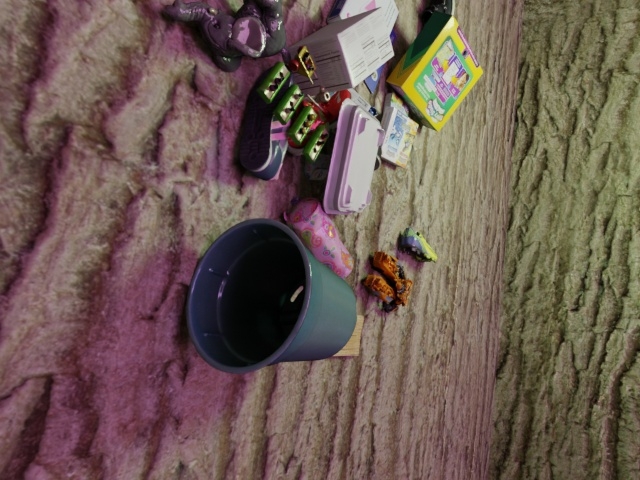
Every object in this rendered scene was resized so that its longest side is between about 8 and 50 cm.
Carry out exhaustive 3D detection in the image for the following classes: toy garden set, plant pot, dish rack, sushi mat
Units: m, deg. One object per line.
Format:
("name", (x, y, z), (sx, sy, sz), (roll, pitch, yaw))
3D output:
("toy garden set", (-0.032, -0.363, 1.054), (0.244, 0.049, 0.203), (49, 56, -39))
("plant pot", (-0.088, 0.159, 1.008), (0.334, 0.341, 0.340), (31, 69, -56))
("dish rack", (0.115, -0.237, 1.233), (0.286, 0.073, 0.332), (-6, 109, -67))
("sushi mat", (0.051, 0.324, 1.396), (0.317, 0.019, 0.151), (19, 80, -49))

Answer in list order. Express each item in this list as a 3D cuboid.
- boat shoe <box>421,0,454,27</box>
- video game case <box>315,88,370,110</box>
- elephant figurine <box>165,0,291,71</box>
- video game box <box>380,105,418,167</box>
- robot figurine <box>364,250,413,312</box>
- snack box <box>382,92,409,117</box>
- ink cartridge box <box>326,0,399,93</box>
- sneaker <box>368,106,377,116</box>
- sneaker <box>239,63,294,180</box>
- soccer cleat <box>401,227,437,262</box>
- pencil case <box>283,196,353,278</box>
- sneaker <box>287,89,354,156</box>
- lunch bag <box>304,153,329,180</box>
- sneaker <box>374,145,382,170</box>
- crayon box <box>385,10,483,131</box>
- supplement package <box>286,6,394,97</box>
("boat shoe", (0.494, -0.961, 1.753), (0.113, 0.127, 0.339), (3, 93, -27))
("video game case", (0.077, -0.448, 1.317), (0.157, 0.019, 0.143), (39, 60, -13))
("elephant figurine", (-0.205, -0.485, 0.954), (0.239, 0.186, 0.169), (-47, 170, -25))
("video game box", (0.296, -0.400, 1.583), (0.205, 0.048, 0.187), (9, 102, -50))
("robot figurine", (0.281, 0.170, 1.608), (0.291, 0.085, 0.211), (40, 64, -44))
("snack box", (0.304, -0.516, 1.619), (0.141, 0.037, 0.100), (12, 86, -50))
("ink cartridge box", (0.183, -0.763, 1.435), (0.330, 0.072, 0.324), (40, 62, -42))
("sneaker", (0.180, -0.444, 1.431), (0.052, 0.058, 0.135), (49, 25, -3))
("sneaker", (-0.130, -0.312, 1.088), (0.131, 0.112, 0.318), (44, 59, -66))
("soccer cleat", (0.450, 0.025, 1.794), (0.289, 0.094, 0.121), (26, 67, -48))
("pencil case", (0.000, 0.000, 1.242), (0.124, 0.124, 0.284), (-57, 131, -31))
("sneaker", (-0.008, -0.370, 1.183), (0.279, 0.107, 0.118), (-50, 121, -18))
("lunch bag", (-0.010, -0.230, 1.258), (0.071, 0.053, 0.083), (-4, 105, -48))
("sneaker", (0.146, -0.361, 1.429), (0.222, 0.083, 0.118), (57, 30, -24))
("crayon box", (0.476, -0.674, 1.655), (0.363, 0.106, 0.313), (25, 106, -48))
("supplement package", (0.057, -0.554, 1.193), (0.262, 0.204, 0.145), (-49, 129, -36))
